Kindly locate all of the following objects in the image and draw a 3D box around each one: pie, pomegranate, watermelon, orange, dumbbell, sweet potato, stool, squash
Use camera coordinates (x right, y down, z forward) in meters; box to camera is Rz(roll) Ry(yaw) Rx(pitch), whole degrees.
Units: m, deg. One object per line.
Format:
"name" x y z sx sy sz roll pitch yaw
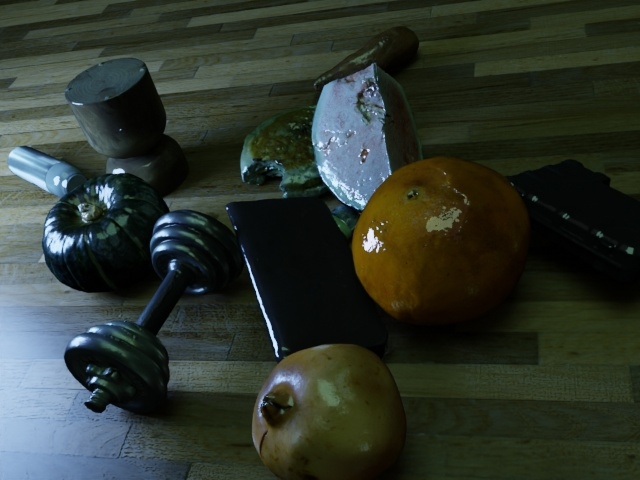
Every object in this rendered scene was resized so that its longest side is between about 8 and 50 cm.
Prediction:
"pie" -0.026 -0.196 1.587 0.302 0.067 0.302 -8 43 8
"pomegranate" 0.015 0.235 0.996 0.209 0.209 0.209 -10 41 9
"watermelon" 0.105 -0.165 1.415 0.224 0.180 0.305 -7 71 -10
"orange" 0.185 -0.001 1.175 0.284 0.226 0.284 -17 42 16
"dumbbell" -0.268 0.111 1.247 0.179 0.179 0.406 6 47 24
"sweet potato" 0.117 -0.427 1.775 0.292 0.097 0.097 -30 43 -13
"stool" -0.412 -0.235 1.610 0.179 0.264 0.179 -9 42 9
"squash" -0.410 -0.015 1.440 0.252 0.165 0.252 -8 44 8

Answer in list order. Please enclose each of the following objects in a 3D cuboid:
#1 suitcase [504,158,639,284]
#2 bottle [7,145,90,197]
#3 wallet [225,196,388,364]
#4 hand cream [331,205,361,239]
"suitcase" 0.444 -0.040 1.212 0.206 0.066 0.285 -16 36 -31
"bottle" -0.631 -0.158 1.748 0.253 0.079 0.096 21 15 37
"wallet" -0.027 0.053 1.246 0.197 0.051 0.377 -4 46 -21
"hand cream" 0.000 0.000 1.381 0.175 0.046 0.095 -41 50 -18
